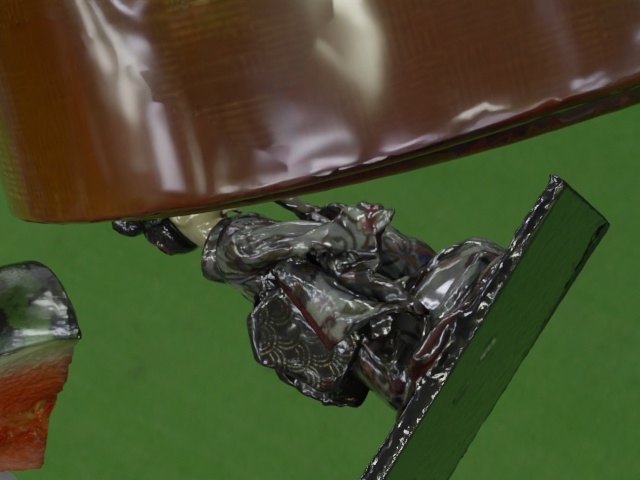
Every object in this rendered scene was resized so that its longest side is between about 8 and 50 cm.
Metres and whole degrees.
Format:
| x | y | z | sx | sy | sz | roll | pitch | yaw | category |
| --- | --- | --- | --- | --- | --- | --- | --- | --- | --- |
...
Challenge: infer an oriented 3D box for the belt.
| x | y | z | sx | sy | sz | roll | pitch | yaw | category |
| --- | --- | --- | --- | --- | --- | --- | --- | --- | --- |
| 0.037 | -0.080 | 0.447 | 0.261 | 0.105 | 0.184 | -25 | 14 | -38 | belt |

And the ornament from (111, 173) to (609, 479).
| x | y | z | sx | sy | sz | roll | pitch | yaw | category |
| --- | --- | --- | --- | --- | --- | --- | --- | --- | --- |
| 0.000 | 0.000 | 0.888 | 0.196 | 0.166 | 0.153 | 31 | 91 | 15 | ornament |

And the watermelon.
| x | y | z | sx | sy | sz | roll | pitch | yaw | category |
| --- | --- | --- | --- | --- | --- | --- | --- | --- | --- |
| -0.224 | 0.074 | 1.270 | 0.137 | 0.145 | 0.193 | 28 | 47 | 7 | watermelon |

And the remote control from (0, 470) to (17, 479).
| x | y | z | sx | sy | sz | roll | pitch | yaw | category |
| --- | --- | --- | --- | --- | --- | --- | --- | --- | --- |
| -0.349 | 0.217 | 1.446 | 0.221 | 0.103 | 0.332 | -8 | 2 | 14 | remote control |
